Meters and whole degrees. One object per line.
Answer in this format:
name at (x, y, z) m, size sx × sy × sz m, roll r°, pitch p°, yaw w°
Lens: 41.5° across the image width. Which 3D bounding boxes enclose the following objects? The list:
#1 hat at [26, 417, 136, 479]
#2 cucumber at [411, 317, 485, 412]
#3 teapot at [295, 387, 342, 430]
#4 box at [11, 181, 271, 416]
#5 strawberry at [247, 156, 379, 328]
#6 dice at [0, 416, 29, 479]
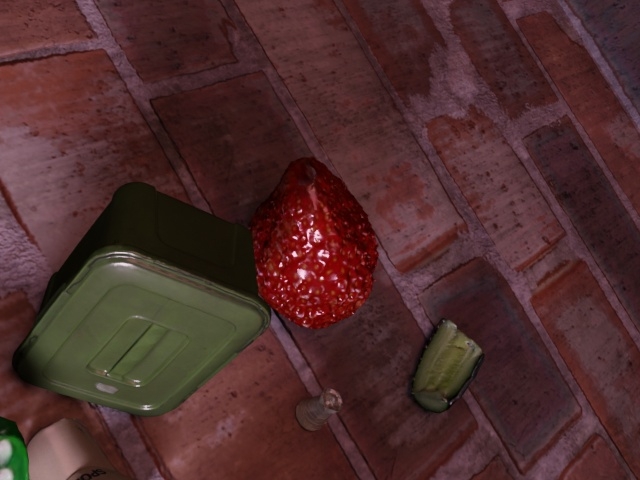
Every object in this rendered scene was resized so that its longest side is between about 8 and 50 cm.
hat at (-0.314, 0.317, 1.121) m, size 0.147 × 0.085 × 0.175 m, roll -28°, pitch 86°, yaw -44°
cucumber at (0.249, 0.248, 1.627) m, size 0.115 × 0.085 × 0.193 m, roll 16°, pitch 42°, yaw 24°
teapot at (0.004, 0.276, 1.407) m, size 0.057 × 0.083 × 0.067 m, roll 49°, pitch 47°, yaw 1°
box at (-0.247, 0.085, 1.160) m, size 0.253 × 0.329 × 0.177 m, roll 24°, pitch 41°, yaw -29°
strawberry at (-0.003, 0.001, 1.453) m, size 0.261 × 0.257 × 0.261 m, roll 23°, pitch 44°, yaw -25°
dice at (-0.426, 0.279, 0.991) m, size 0.131 × 0.120 × 0.128 m, roll -5°, pitch 99°, yaw -60°
